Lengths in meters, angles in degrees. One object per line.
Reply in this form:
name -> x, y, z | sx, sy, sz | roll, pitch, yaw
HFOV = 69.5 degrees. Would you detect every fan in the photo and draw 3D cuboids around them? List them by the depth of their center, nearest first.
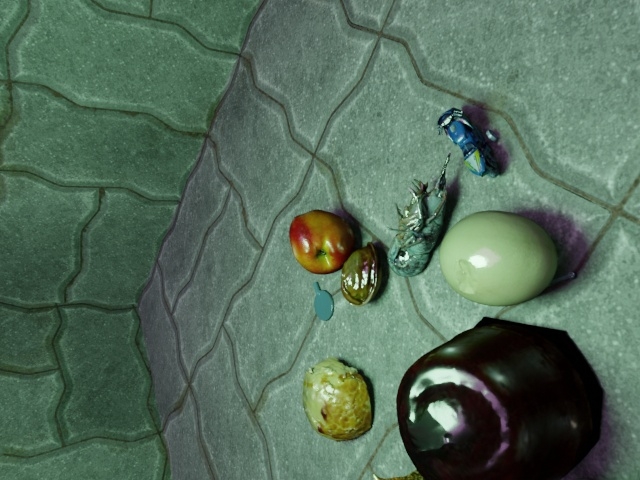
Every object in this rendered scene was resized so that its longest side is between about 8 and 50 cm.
fan -> 0.493, 0.110, 1.061 | 0.193, 0.016, 0.038 | -33, 62, 46

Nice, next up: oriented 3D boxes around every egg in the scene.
egg -> 0.390, 0.040, 1.040 | 0.269, 0.219, 0.219 | -7, 78, 53

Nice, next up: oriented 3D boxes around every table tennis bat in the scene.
table tennis bat -> 0.005, 0.218, 1.675 | 0.100, 0.019, 0.155 | -51, 49, 35

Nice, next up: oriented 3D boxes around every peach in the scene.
peach -> 0.000, 0.000, 1.535 | 0.199, 0.243, 0.243 | -53, 46, 21

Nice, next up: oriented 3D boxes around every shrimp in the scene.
shrimp -> 0.264, -0.059, 1.258 | 0.137, 0.172, 0.372 | 15, 114, 21

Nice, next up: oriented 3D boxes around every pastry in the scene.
pastry -> 0.033, 0.517, 1.464 | 0.237, 0.170, 0.256 | 10, 97, 55

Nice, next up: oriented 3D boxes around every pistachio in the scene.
pistachio -> 0.128, 0.103, 1.448 | 0.165, 0.130, 0.210 | 4, 74, 59

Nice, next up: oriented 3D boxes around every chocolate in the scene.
chocolate -> 0.329, 0.351, 0.980 | 0.384, 0.331, 0.383 | -16, 71, 53

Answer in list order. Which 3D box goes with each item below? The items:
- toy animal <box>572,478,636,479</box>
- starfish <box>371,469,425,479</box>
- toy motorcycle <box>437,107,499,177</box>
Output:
toy animal -> 0.531, 0.558, 0.780 | 0.272, 0.206, 0.265 | -29, 58, 44
starfish -> 0.298, 0.583, 1.039 | 0.398, 0.384, 0.132 | 37, 97, 33
toy motorcycle -> 0.374, -0.260, 1.180 | 0.092, 0.135, 0.254 | -46, 50, 38
